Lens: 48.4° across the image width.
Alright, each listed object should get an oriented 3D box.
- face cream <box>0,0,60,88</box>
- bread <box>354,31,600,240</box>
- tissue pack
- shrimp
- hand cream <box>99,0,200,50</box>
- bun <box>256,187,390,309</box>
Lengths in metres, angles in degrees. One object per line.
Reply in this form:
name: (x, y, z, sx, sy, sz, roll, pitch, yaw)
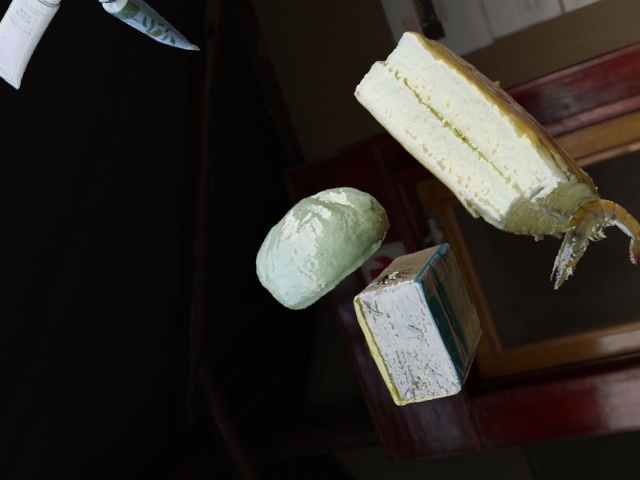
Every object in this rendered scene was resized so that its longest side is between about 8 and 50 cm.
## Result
face cream: (-0.214, -0.154, 0.514, 0.038, 0.115, 0.020, 41, -136, -16)
bread: (0.197, -0.108, 0.821, 0.239, 0.111, 0.246, 5, -140, -55)
tissue pack: (0.105, 0.081, 0.739, 0.120, 0.082, 0.169, 67, -157, -4)
shrimp: (0.302, 0.013, 0.776, 0.114, 0.083, 0.023, -62, -20, 3)
hand cream: (-0.318, -0.409, 1.322, 0.256, 0.088, 0.055, 15, -88, -69)
bun: (0.000, 0.000, 0.968, 0.118, 0.195, 0.195, 51, -154, 1)
